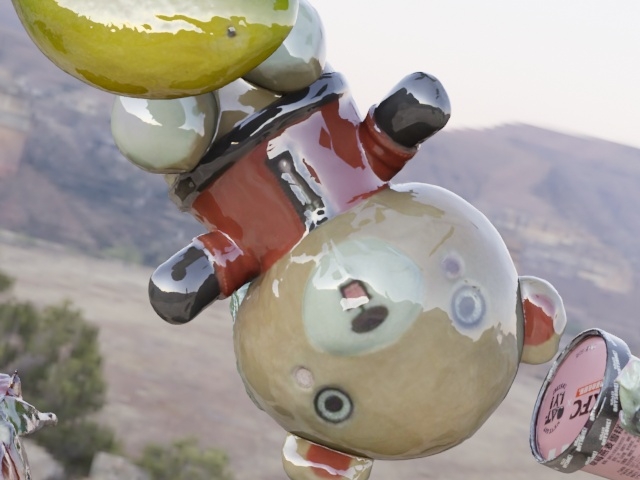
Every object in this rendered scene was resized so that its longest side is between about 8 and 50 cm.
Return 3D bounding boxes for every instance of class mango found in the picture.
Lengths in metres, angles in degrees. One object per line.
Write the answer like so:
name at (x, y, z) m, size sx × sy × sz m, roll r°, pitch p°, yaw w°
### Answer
mango at (-0.103, -0.141, 0.809) m, size 0.191 × 0.122 × 0.085 m, roll 46°, pitch -13°, yaw 38°

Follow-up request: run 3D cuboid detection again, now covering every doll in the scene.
doll at (0.000, 0.000, 1.005) m, size 0.330 × 0.235 × 0.174 m, roll 56°, pitch -4°, yaw -2°

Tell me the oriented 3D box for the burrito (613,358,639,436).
burrito at (0.425, 0.132, 1.418) m, size 0.309 × 0.096 × 0.066 m, roll -8°, pitch 34°, yaw -14°

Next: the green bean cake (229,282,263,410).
green bean cake at (-0.001, 0.058, 1.417) m, size 0.181 × 0.173 × 0.094 m, roll -11°, pitch -29°, yaw 6°

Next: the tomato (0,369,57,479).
tomato at (-0.340, 0.230, 1.145) m, size 0.309 × 0.170 × 0.309 m, roll -15°, pitch 19°, yaw 5°

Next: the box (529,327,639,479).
box at (0.310, 0.183, 1.535) m, size 0.135 × 0.151 × 0.151 m, roll 23°, pitch 1°, yaw -13°
